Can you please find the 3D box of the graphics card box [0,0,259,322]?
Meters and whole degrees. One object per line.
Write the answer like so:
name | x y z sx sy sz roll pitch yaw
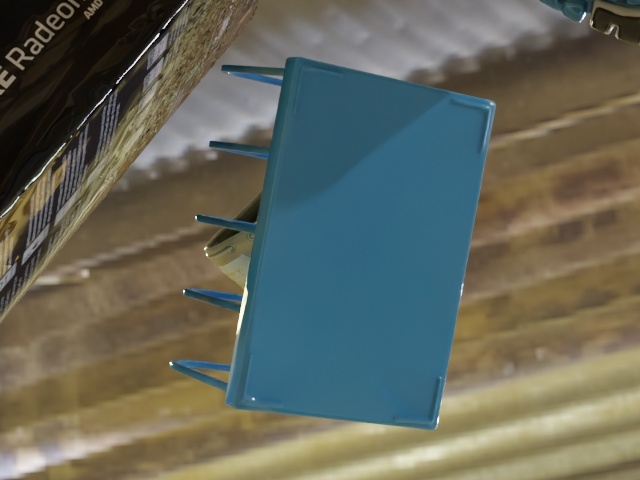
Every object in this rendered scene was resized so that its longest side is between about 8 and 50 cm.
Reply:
graphics card box | -0.152 -0.069 0.920 0.094 0.371 0.233 37 -22 2

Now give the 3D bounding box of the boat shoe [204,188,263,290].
boat shoe | -0.009 -0.037 1.044 0.048 0.153 0.056 43 -8 -28

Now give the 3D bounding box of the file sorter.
file sorter | 0.000 0.000 0.879 0.118 0.170 0.104 10 1 -29

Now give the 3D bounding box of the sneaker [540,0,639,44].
sneaker | 0.112 -0.159 0.858 0.191 0.083 0.071 25 -54 8
